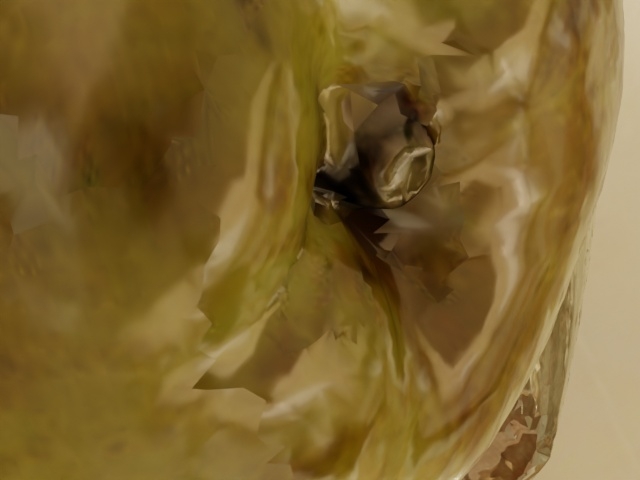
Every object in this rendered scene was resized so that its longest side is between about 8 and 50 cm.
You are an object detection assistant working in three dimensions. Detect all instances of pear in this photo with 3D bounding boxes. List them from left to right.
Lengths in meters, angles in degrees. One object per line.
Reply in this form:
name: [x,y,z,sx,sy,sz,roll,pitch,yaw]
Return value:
pear: [-0.076,-0.042,0.439,0.304,0.304,0.304,11,-117,-23]

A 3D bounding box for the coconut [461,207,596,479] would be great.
coconut: [0.000,0.000,0.702,0.224,0.224,0.234,-26,-127,-34]
